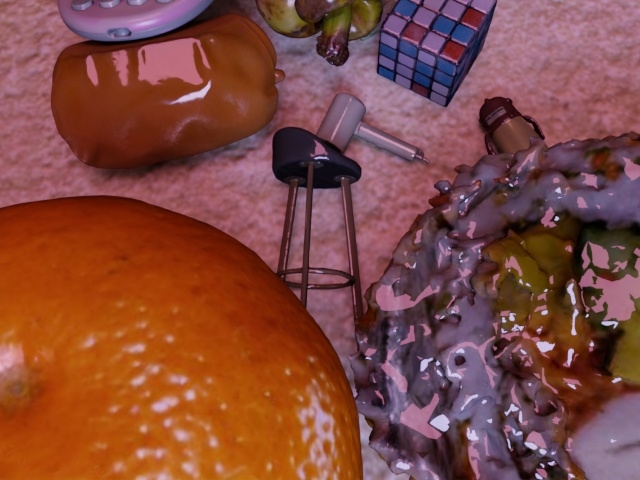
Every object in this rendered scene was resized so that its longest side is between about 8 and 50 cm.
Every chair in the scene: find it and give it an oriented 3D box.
[{"bbox_3d":[-0.001,0.000,0.720,0.095,0.104,0.221,4,75,-24],"label":"chair"}]

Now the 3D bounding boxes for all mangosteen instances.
[{"bbox_3d":[0.007,-0.289,0.761,0.192,0.192,0.217,-14,85,-2],"label":"mangosteen"}]

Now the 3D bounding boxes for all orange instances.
[{"bbox_3d":[-0.178,0.173,0.546,0.425,0.326,0.423,2,54,-3],"label":"orange"}]

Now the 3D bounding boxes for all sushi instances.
[{"bbox_3d":[0.234,0.083,0.596,0.418,0.176,0.417,-9,67,22],"label":"sushi"}]

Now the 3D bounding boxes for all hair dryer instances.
[{"bbox_3d":[0.060,-0.106,0.780,0.124,0.038,0.063,26,77,2],"label":"hair dryer"}]

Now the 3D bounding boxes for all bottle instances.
[{"bbox_3d":[0.206,-0.110,0.769,0.063,0.047,0.101,-11,62,-40],"label":"bottle"}]

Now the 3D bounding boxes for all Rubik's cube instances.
[{"bbox_3d":[0.123,-0.218,0.779,0.092,0.092,0.092,29,75,11],"label":"Rubik's cube"}]

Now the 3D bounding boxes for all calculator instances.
[{"bbox_3d":[-0.185,-0.304,0.795,0.186,0.041,0.298,-4,45,6],"label":"calculator"}]

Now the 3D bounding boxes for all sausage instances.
[{"bbox_3d":[-0.157,-0.158,0.756,0.241,0.120,0.136,-16,116,-1],"label":"sausage"}]

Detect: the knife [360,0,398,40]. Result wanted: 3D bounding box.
[{"bbox_3d":[0.125,-0.296,0.846,0.207,0.014,0.030,-37,74,-8],"label":"knife"}]
